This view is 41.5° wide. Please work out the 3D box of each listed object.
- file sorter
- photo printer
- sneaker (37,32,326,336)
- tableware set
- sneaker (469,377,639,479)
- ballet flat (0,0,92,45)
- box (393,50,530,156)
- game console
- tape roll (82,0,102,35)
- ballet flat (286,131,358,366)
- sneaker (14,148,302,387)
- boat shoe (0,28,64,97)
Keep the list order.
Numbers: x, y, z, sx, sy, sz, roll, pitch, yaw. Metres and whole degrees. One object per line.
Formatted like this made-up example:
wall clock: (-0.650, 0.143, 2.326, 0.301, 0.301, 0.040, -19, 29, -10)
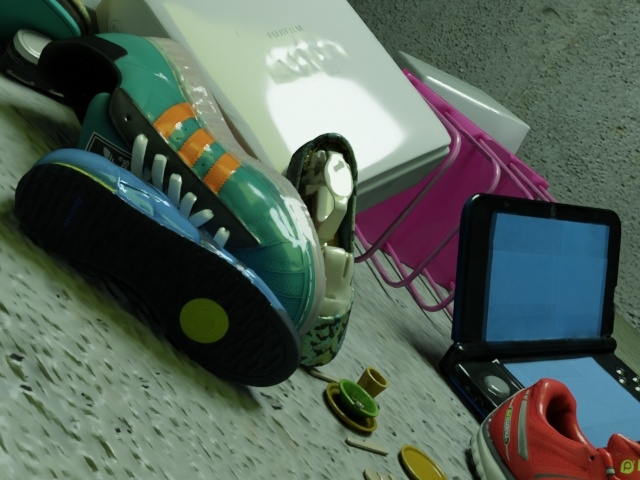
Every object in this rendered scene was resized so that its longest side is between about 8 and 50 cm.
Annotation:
file sorter: (0.165, -0.022, 1.033, 0.291, 0.202, 0.182, 30, 19, -34)
photo printer: (-0.047, -0.156, 0.819, 0.256, 0.107, 0.307, -26, 76, -41)
sneaker: (-0.115, -0.043, 0.627, 0.121, 0.108, 0.302, -6, 50, -44)
tableware set: (0.059, 0.148, 0.615, 0.104, 0.024, 0.154, 28, 18, -39)
sneaker: (0.204, 0.202, 0.621, 0.107, 0.118, 0.279, 30, 17, -31)
ballet flat: (-0.315, -0.248, 0.644, 0.123, 0.123, 0.349, 48, 19, 30)
box: (0.163, -0.149, 1.314, 0.168, 0.214, 0.345, 24, 17, -8)
game console: (0.283, 0.096, 0.888, 0.293, 0.173, 0.250, 3, 33, -39)
tape roll: (-0.279, -0.254, 0.875, 0.219, 0.072, 0.219, 36, 14, -11)
ballet flat: (0.000, 0.000, 0.649, 0.070, 0.070, 0.188, 23, 59, -48)
sneaker: (-0.094, 0.010, 0.549, 0.209, 0.069, 0.082, 38, 17, -6)
boat shoe: (-0.226, -0.145, 0.752, 0.125, 0.038, 0.046, 17, 46, -54)
